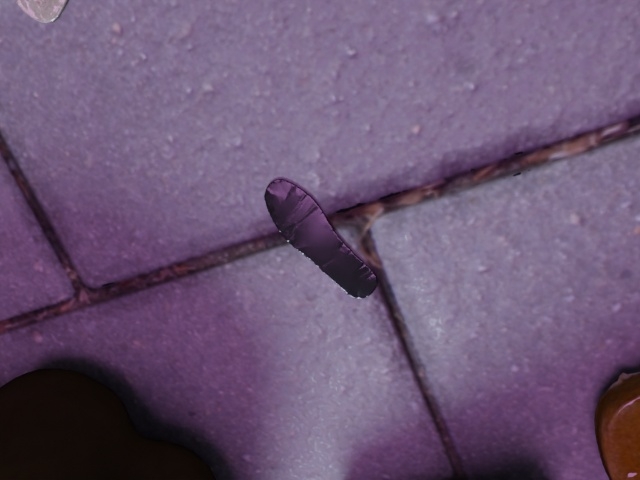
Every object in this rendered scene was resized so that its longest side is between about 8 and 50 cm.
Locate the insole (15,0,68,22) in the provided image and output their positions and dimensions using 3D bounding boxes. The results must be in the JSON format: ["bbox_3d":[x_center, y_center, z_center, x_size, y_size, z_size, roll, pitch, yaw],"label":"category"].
[{"bbox_3d":[-0.223,-0.282,0.627,0.063,0.010,0.192,37,115,-5],"label":"insole"}]

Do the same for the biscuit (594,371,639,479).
[{"bbox_3d":[0.423,0.148,0.638,0.344,0.057,0.287,-26,105,21],"label":"biscuit"}]

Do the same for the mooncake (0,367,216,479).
[{"bbox_3d":[-0.321,0.390,0.797,0.467,0.262,0.466,4,112,9],"label":"mooncake"}]

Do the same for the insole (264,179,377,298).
[{"bbox_3d":[0.000,0.000,0.700,0.153,0.002,0.053,45,114,-7],"label":"insole"}]
